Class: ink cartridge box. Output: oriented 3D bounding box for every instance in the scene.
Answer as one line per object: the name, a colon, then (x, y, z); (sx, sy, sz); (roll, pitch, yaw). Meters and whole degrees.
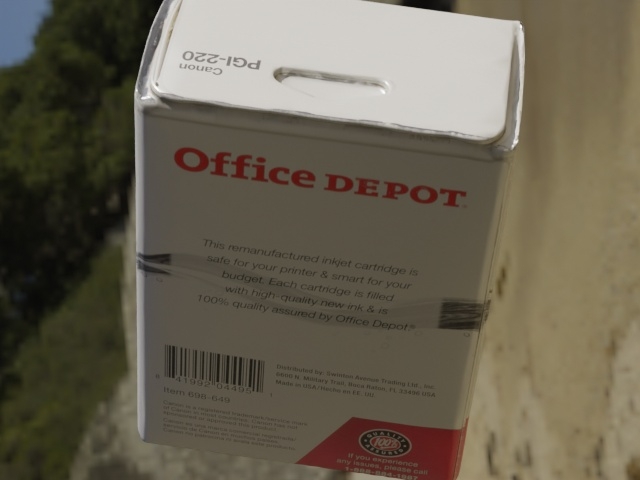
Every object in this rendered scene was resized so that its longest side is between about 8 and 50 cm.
ink cartridge box: (0.000, 0.000, 0.818); (0.092, 0.158, 0.218); (-79, -4, -45)
